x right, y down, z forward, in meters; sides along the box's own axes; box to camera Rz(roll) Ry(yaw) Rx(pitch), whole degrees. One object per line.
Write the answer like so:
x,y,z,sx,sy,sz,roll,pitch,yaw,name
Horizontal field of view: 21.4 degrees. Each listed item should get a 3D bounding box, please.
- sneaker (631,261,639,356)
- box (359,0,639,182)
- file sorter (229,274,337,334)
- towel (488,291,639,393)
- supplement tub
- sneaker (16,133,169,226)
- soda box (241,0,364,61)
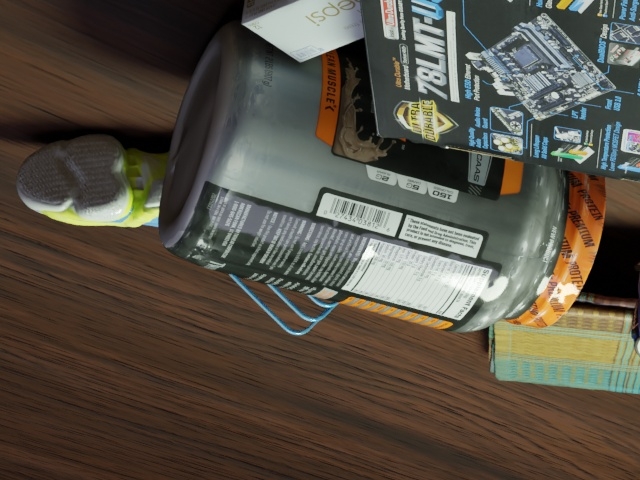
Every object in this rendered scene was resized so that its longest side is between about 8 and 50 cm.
0.327,0.043,1.426,0.182,0.127,0.315,-12,150,32,sneaker
0.175,-0.141,1.130,0.293,0.073,0.295,11,155,12,box
0.000,0.000,1.592,0.118,0.104,0.170,44,148,0,file sorter
0.313,0.110,1.803,0.272,0.040,0.370,5,165,8,towel
0.051,-0.044,1.416,0.338,0.207,0.207,15,154,-16,supplement tub
-0.164,-0.037,1.623,0.240,0.091,0.126,1,155,9,sneaker
0.044,-0.204,1.239,0.216,0.073,0.069,-16,147,39,soda box
